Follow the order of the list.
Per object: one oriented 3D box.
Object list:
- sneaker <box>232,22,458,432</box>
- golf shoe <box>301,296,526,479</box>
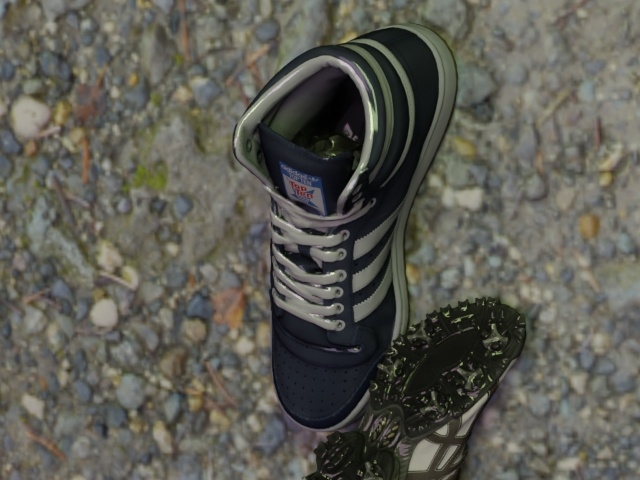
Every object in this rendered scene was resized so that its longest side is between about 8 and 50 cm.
[{"bbox_3d":[0.000,0.000,1.175,0.099,0.153,0.282,19,105,21],"label":"sneaker"},{"bbox_3d":[0.067,0.124,1.215,0.198,0.094,0.077,-47,52,-1],"label":"golf shoe"}]
